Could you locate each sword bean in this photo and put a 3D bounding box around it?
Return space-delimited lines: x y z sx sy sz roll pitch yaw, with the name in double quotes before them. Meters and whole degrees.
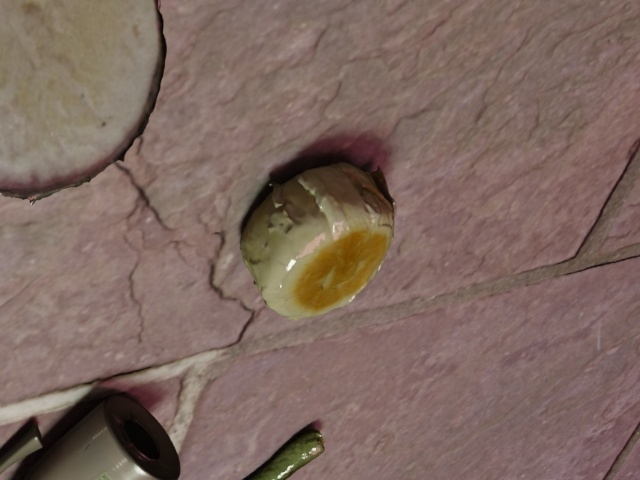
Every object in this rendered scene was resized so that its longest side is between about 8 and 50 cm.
"sword bean" -0.102 0.303 1.900 0.269 0.038 0.043 -39 173 4

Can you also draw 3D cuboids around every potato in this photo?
"potato" -0.252 -0.168 1.012 0.246 0.196 0.300 -40 124 -33

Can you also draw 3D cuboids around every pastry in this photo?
"pastry" 0.000 0.000 1.552 0.165 0.088 0.166 -26 149 -17

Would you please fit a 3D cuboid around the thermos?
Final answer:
"thermos" -0.252 0.237 1.626 0.193 0.105 0.137 -38 123 16
